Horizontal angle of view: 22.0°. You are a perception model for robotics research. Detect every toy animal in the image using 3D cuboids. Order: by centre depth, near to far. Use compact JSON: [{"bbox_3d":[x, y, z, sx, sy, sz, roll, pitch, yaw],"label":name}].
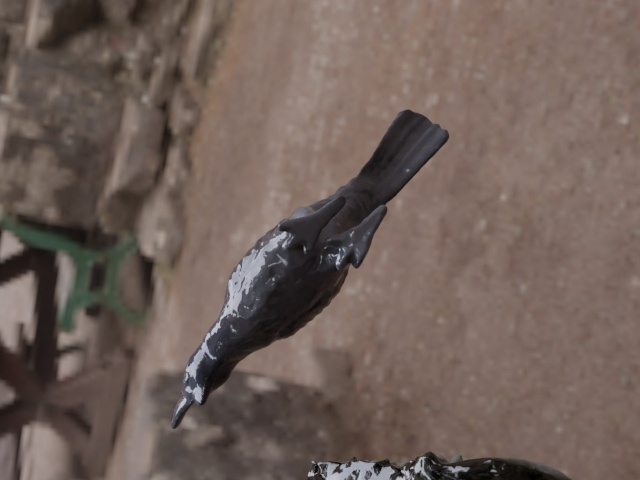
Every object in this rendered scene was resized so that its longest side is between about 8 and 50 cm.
[{"bbox_3d":[-0.006,0.007,1.375,0.367,0.081,0.206,-50,0,-12],"label":"toy animal"}]

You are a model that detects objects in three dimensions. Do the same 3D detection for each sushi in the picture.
[{"bbox_3d":[0.082,0.204,1.082,0.212,0.147,0.115,-9,69,45],"label":"sushi"}]
